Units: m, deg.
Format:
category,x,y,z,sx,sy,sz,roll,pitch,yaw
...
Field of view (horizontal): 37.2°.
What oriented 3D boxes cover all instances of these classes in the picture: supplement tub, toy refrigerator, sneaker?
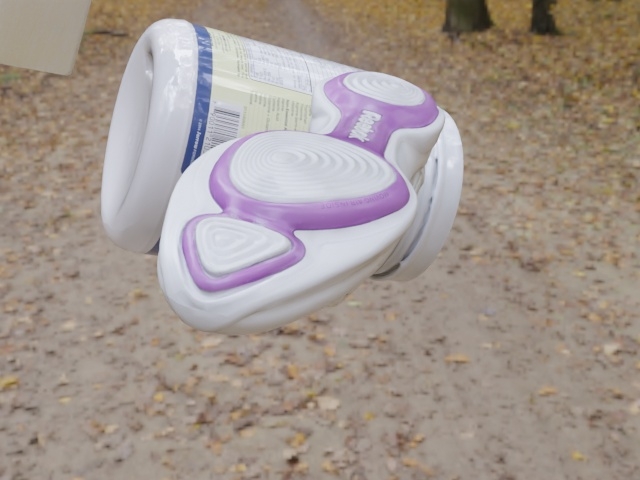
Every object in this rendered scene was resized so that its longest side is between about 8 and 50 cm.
category,x,y,z,sx,sy,sz,roll,pitch,yaw
supplement tub,-0.042,-0.079,0.986,0.325,0.235,0.235,11,13,-23
toy refrigerator,-0.235,-0.288,0.803,0.094,0.269,0.102,4,29,-36
sneaker,0.000,0.000,0.570,0.114,0.152,0.305,23,28,13
